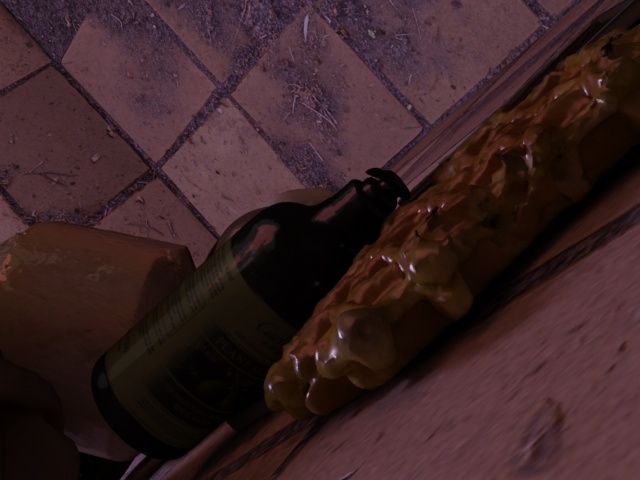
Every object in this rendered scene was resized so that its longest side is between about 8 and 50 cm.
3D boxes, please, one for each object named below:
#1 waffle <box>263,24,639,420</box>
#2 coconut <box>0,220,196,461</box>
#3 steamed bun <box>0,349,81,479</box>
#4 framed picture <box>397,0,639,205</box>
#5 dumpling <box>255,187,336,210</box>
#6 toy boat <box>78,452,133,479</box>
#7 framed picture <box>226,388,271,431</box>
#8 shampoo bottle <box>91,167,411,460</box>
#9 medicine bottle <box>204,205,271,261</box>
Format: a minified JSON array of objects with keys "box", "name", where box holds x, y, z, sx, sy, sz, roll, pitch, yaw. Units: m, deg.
[{"box":[0.087,-0.014,0.656,0.301,0.058,0.281,-45,2,-30],"name":"waffle"},{"box":[-0.215,0.103,1.151,0.239,0.244,0.239,10,-90,-87],"name":"coconut"},{"box":[-0.339,0.231,0.935,0.342,0.255,0.368,-46,20,5],"name":"steamed bun"},{"box":[0.220,-0.146,1.289,0.335,0.022,0.247,-43,2,2],"name":"framed picture"},{"box":[0.000,0.000,1.446,0.179,0.131,0.252,-23,-21,-3],"name":"dumpling"},{"box":[-0.264,0.231,1.276,0.133,0.145,0.332,-11,17,26],"name":"toy boat"},{"box":[0.042,0.042,0.892,0.250,0.016,0.184,-45,3,-35],"name":"framed picture"},{"box":[-0.045,0.045,0.846,0.284,0.101,0.101,-42,2,18],"name":"shampoo bottle"},{"box":[-0.051,0.036,1.172,0.131,0.131,0.250,-43,3,-11],"name":"medicine bottle"}]
